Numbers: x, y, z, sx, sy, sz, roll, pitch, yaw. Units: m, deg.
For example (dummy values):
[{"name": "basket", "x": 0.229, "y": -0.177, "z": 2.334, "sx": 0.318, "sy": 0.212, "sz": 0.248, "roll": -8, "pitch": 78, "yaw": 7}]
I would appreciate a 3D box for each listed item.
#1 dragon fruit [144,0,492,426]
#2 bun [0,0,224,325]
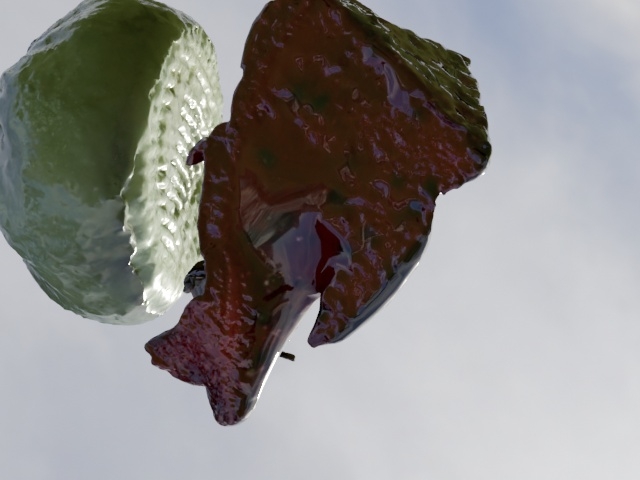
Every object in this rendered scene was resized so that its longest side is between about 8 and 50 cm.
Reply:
[{"name": "dragon fruit", "x": 0.007, "y": 0.000, "z": 0.635, "sx": 0.122, "sy": 0.192, "sz": 0.092, "roll": 32, "pitch": -168, "yaw": 25}, {"name": "bun", "x": -0.128, "y": -0.048, "z": 0.836, "sx": 0.118, "sy": 0.195, "sz": 0.195, "roll": 9, "pitch": -146, "yaw": 8}]
